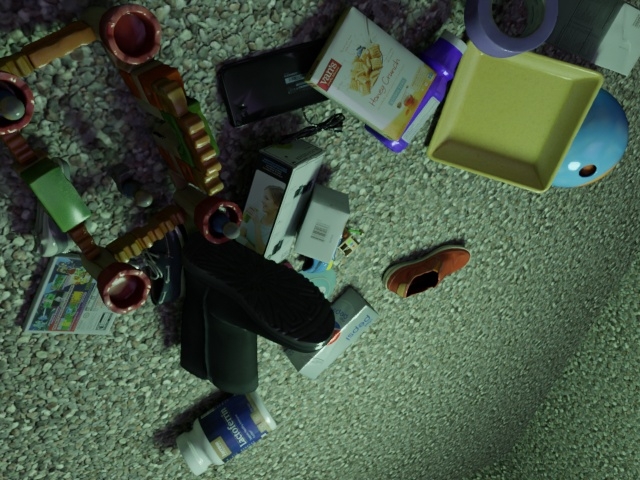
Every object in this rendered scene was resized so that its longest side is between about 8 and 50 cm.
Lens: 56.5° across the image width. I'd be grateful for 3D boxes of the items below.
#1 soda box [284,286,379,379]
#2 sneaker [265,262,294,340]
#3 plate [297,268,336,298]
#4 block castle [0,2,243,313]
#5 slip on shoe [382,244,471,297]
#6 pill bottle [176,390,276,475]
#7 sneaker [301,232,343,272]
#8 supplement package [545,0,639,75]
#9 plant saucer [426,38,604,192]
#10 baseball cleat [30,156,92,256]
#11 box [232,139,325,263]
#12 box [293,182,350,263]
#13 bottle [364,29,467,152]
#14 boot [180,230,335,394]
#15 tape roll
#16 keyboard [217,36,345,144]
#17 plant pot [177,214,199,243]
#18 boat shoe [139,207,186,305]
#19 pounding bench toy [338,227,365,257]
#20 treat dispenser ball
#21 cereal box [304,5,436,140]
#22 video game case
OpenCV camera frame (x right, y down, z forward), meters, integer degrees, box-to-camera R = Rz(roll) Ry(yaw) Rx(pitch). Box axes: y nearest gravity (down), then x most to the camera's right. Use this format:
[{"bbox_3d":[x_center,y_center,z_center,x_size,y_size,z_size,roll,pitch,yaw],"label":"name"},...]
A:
[{"bbox_3d":[0.034,0.281,1.787,0.286,0.091,0.098,-44,139,3],"label":"soda box"},{"bbox_3d":[-0.108,0.177,1.574,0.111,0.103,0.252,-2,114,-7],"label":"sneaker"},{"bbox_3d":[-0.031,0.148,1.671,0.188,0.024,0.188,-21,135,-23],"label":"plate"},{"bbox_3d":[-0.327,-0.125,0.981,0.303,0.213,0.453,-38,133,-22],"label":"block castle"},{"bbox_3d":[0.352,0.102,1.876,0.331,0.101,0.123,-17,132,-29],"label":"slip on shoe"},{"bbox_3d":[-0.275,0.553,1.736,0.265,0.153,0.153,-32,139,-11],"label":"pill bottle"},{"bbox_3d":[0.000,0.000,1.531,0.082,0.069,0.209,-8,130,-30],"label":"sneaker"},{"bbox_3d":[0.684,-0.534,1.496,0.194,0.203,0.149,0,124,-39],"label":"supplement package"},{"bbox_3d":[0.478,-0.321,1.509,0.333,0.081,0.333,18,123,3],"label":"plant saucer"},{"bbox_3d":[-0.477,-0.065,1.110,0.109,0.072,0.206,-13,136,-51],"label":"baseball cleat"},{"bbox_3d":[-0.100,-0.073,1.318,0.169,0.087,0.290,-41,156,-58],"label":"box"},{"bbox_3d":[0.004,-0.044,1.393,0.091,0.170,0.130,19,109,-5],"label":"box"},{"bbox_3d":[0.222,-0.342,1.366,0.092,0.118,0.283,23,108,-46],"label":"bottle"},{"bbox_3d":[-0.160,0.227,1.331,0.146,0.367,0.445,-39,155,-40],"label":"boot"},{"bbox_3d":[0.424,-0.510,1.332,0.189,0.080,0.189,-1,98,-9],"label":"tape roll"},{"bbox_3d":[-0.045,-0.297,1.233,0.317,0.033,0.201,-22,114,-21],"label":"keyboard"},{"bbox_3d":[-0.274,-0.033,1.286,0.079,0.083,0.083,-27,139,-36],"label":"plant pot"},{"bbox_3d":[-0.344,0.042,1.281,0.079,0.095,0.254,-29,148,-32],"label":"boat shoe"},{"bbox_3d":[0.073,-0.011,1.590,0.083,0.052,0.065,-43,139,1],"label":"pounding bench toy"},{"bbox_3d":[0.695,-0.290,1.653,0.288,0.288,0.288,-21,136,-22],"label":"treat dispenser ball"},{"bbox_3d":[0.107,-0.341,1.240,0.240,0.047,0.173,28,92,-25],"label":"cereal box"},{"bbox_3d":[-0.508,0.118,1.269,0.183,0.023,0.201,11,119,-44],"label":"video game case"}]
